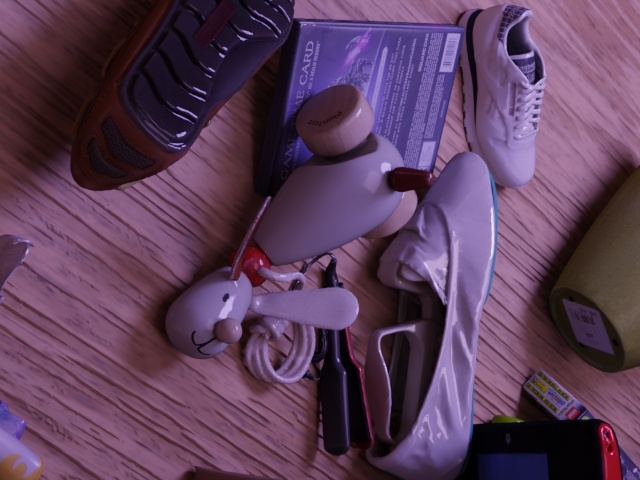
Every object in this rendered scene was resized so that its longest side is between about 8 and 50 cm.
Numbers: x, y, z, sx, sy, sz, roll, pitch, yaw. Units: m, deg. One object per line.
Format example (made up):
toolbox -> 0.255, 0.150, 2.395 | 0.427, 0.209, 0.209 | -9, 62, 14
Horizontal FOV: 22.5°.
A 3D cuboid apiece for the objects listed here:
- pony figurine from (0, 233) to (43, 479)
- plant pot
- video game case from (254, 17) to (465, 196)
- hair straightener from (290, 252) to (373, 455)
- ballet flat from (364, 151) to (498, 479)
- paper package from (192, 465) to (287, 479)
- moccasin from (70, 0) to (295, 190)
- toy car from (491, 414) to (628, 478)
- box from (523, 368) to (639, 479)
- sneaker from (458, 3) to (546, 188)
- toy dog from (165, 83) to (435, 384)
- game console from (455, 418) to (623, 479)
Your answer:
pony figurine -> -0.379, 0.137, 1.285 | 0.351, 0.303, 0.363 | -56, 142, -19
plant pot -> 0.451, 0.037, 2.124 | 0.293, 0.275, 0.275 | -34, 115, -22
video game case -> 0.049, -0.150, 1.810 | 0.274, 0.026, 0.196 | -5, 114, -45
hair straightener -> 0.009, 0.129, 1.798 | 0.089, 0.047, 0.230 | -9, 97, -45
ballet flat -> 0.122, 0.087, 1.869 | 0.139, 0.139, 0.400 | 10, 85, -45
paper package -> 0.047, 0.361, 1.642 | 0.309, 0.325, 0.168 | 29, 69, -40
moccasin -> -0.134, -0.174, 1.592 | 0.139, 0.147, 0.380 | 43, 41, -19
toy car -> 0.294, 0.313, 1.988 | 0.149, 0.188, 0.155 | 30, 70, -41
box -> 0.355, 0.261, 2.101 | 0.036, 0.114, 0.207 | -44, 125, -2
sneaker -> 0.236, -0.176, 1.995 | 0.090, 0.095, 0.235 | -29, 112, -43
toy dog -> 0.000, 0.000, 1.668 | 0.220, 0.161, 0.334 | 31, 81, -38
game console -> 0.230, 0.373, 1.781 | 0.060, 0.386, 0.342 | -5, 85, -22
